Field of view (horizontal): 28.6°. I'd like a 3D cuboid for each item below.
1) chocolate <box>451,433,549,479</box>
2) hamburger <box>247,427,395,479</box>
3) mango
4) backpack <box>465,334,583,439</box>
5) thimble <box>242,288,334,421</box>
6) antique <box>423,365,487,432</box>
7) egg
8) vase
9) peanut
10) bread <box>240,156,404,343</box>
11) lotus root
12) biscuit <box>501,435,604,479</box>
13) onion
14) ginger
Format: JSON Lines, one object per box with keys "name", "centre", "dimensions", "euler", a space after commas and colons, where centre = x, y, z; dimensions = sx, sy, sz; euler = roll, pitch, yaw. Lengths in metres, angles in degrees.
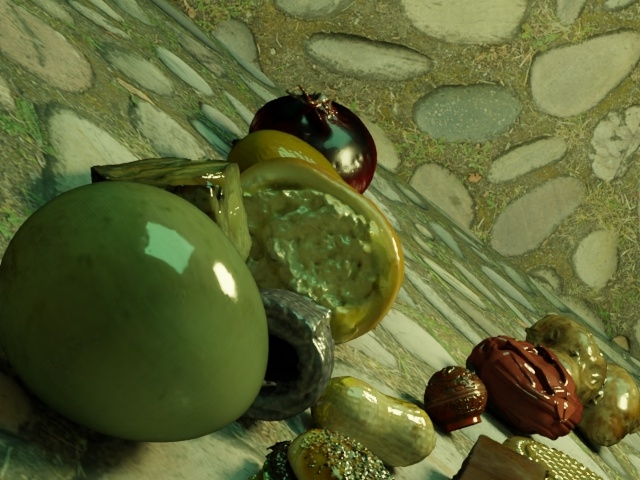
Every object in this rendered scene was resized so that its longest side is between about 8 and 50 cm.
{"name": "chocolate", "centre": [0.215, 0.337, 1.609], "dimensions": [0.112, 0.112, 0.321], "euler": [34, 11, 8]}
{"name": "hamburger", "centre": [0.017, 0.258, 1.301], "dimensions": [0.164, 0.093, 0.189], "euler": [40, 10, 2]}
{"name": "mango", "centre": [-0.028, -0.051, 2.123], "dimensions": [0.331, 0.142, 0.195], "euler": [47, 48, 3]}
{"name": "backpack", "centre": [0.374, 0.268, 2.253], "dimensions": [0.229, 0.139, 0.229], "euler": [38, 10, -8]}
{"name": "thimble", "centre": [-0.057, 0.127, 1.424], "dimensions": [0.150, 0.150, 0.098], "euler": [42, 12, 6]}
{"name": "antique", "centre": [0.207, 0.241, 1.935], "dimensions": [0.104, 0.104, 0.104], "euler": [38, 12, -10]}
{"name": "egg", "centre": [-0.157, 0.073, 1.134], "dimensions": [0.295, 0.218, 0.218], "euler": [41, 8, -42]}
{"name": "vase", "centre": [-0.036, 0.126, 1.608], "dimensions": [0.115, 0.115, 0.237], "euler": [40, 9, -4]}
{"name": "peanut", "centre": [0.070, 0.231, 1.581], "dimensions": [0.206, 0.087, 0.087], "euler": [29, 16, -39]}
{"name": "bread", "centre": [0.000, 0.000, 1.910], "dimensions": [0.315, 0.211, 0.270], "euler": [45, 11, 7]}
{"name": "lotus root", "centre": [-0.190, -0.033, 1.660], "dimensions": [0.210, 0.142, 0.314], "euler": [5, 8, 16]}
{"name": "biscuit", "centre": [0.373, 0.388, 1.903], "dimensions": [0.259, 0.079, 0.259], "euler": [28, 10, -5]}
{"name": "onion", "centre": [-0.010, -0.201, 2.471], "dimensions": [0.273, 0.285, 0.273], "euler": [9, 40, -7]}
{"name": "ginger", "centre": [0.543, 0.307, 2.602], "dimensions": [0.375, 0.176, 0.256], "euler": [36, 30, -29]}
